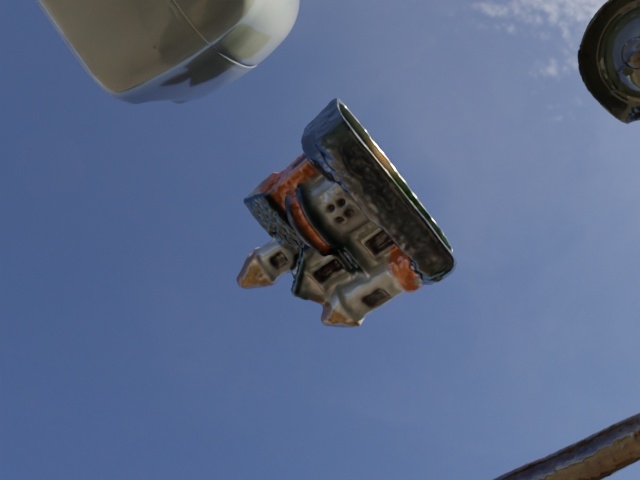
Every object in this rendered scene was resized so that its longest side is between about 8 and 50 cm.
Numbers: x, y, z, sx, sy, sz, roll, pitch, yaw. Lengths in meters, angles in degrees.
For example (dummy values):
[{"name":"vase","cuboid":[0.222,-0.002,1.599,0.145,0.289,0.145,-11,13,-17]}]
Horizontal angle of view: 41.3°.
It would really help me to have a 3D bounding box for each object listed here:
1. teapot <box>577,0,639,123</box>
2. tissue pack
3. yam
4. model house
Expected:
[{"name":"teapot","cuboid":[0.504,-0.286,1.169,0.285,0.223,0.305,-20,-20,-51]},{"name":"tissue pack","cuboid":[-0.145,-0.286,0.929,0.235,0.333,0.229,-33,-85,11]},{"name":"yam","cuboid":[0.232,0.245,0.872,0.046,0.046,0.264,28,-49,-28]},{"name":"model house","cuboid":[0.000,0.000,1.178,0.300,0.190,0.271,-35,-72,16]}]
